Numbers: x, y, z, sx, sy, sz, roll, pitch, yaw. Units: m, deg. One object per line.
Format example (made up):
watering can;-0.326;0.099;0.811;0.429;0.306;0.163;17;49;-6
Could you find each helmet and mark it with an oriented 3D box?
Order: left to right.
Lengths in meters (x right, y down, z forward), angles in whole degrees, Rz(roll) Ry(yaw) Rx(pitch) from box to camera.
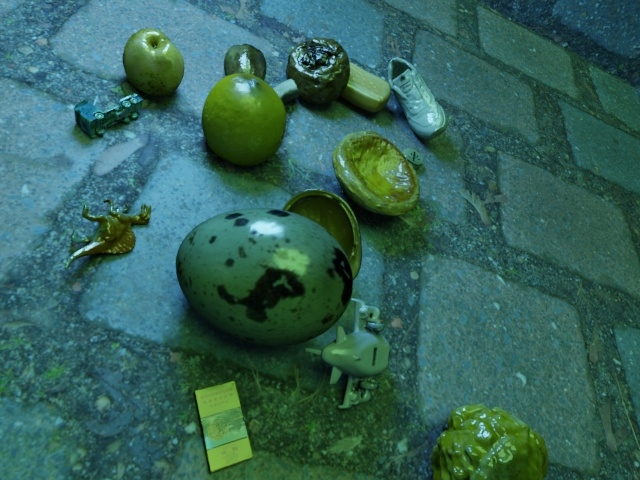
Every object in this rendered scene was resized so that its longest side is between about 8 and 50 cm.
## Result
helmet;0.000;0.000;1.130;0.205;0.140;0.257;-19;87;1

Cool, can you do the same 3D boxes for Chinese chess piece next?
Chinese chess piece;0.321;-0.288;1.540;0.084;0.034;0.084;13;53;-18

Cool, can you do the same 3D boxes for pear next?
pear;-0.468;-0.503;1.228;0.178;0.178;0.178;12;54;-18

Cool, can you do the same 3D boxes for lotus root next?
lotus root;-0.239;-0.535;1.384;0.138;0.138;0.214;10;56;-19

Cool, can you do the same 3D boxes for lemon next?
lemon;-0.207;-0.346;1.213;0.240;0.219;0.241;12;51;-15

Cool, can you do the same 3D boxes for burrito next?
burrito;-0.148;-0.457;1.405;0.060;0.087;0.226;48;55;3

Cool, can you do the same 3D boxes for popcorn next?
popcorn;0.357;0.485;0.941;0.249;0.225;0.249;7;73;-26

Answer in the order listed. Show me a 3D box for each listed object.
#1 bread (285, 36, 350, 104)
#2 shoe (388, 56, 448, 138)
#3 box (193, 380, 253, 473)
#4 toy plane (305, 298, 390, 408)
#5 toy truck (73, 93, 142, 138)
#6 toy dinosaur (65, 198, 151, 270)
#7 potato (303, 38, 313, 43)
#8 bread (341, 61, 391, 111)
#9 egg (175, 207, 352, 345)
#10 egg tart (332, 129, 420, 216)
bread;-0.011;-0.581;1.475;0.229;0.123;0.230;-1;81;6
shoe;0.337;-0.528;1.598;0.210;0.132;0.342;27;37;-50
box;-0.195;0.367;0.869;0.086;0.023;0.155;-5;62;-31
toy plane;0.076;0.255;0.987;0.244;0.117;0.245;-2;92;-56
toy truck;-0.554;-0.343;1.144;0.081;0.067;0.175;39;51;4
toy dinosaur;-0.474;-0.008;0.980;0.142;0.057;0.212;24;61;-33
potato;-0.012;-0.674;1.614;0.164;0.081;0.200;8;53;-19
bread;0.147;-0.548;1.589;0.217;0.098;0.147;31;57;3
egg;-0.119;0.072;0.929;0.379;0.288;0.288;16;49;16
egg tart;0.160;-0.191;1.342;0.318;0.128;0.319;14;54;-20
